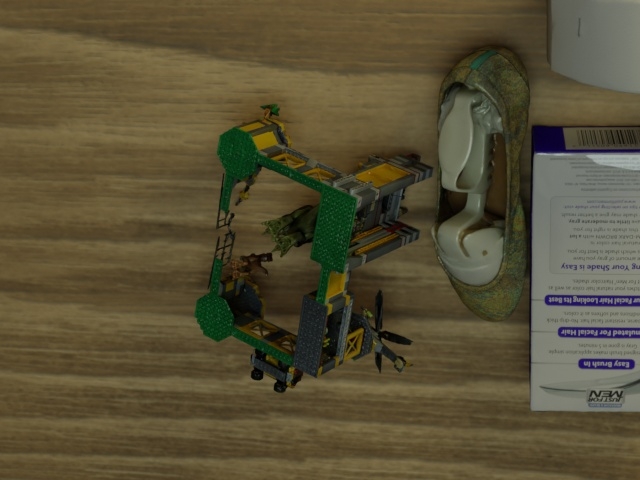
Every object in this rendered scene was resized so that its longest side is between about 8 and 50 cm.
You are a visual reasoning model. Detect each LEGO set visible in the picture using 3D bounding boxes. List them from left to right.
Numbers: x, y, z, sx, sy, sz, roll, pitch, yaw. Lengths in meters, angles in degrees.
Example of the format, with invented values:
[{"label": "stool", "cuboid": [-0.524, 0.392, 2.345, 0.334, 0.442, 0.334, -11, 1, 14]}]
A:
[{"label": "LEGO set", "cuboid": [0.000, 0.000, 1.922, 0.255, 0.192, 0.331, 16, 114, 33]}]

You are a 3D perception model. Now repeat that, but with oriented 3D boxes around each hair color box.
[{"label": "hair color box", "cuboid": [0.342, 0.035, 1.900, 0.185, 0.110, 0.339, 0, 111, 6]}]

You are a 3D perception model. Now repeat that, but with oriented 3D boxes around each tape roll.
[{"label": "tape roll", "cuboid": [0.378, -0.240, 1.680, 0.286, 0.286, 0.100, 0, 114, 7]}]

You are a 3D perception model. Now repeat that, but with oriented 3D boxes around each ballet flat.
[{"label": "ballet flat", "cuboid": [0.179, -0.053, 1.872, 0.123, 0.123, 0.348, 3, 113, 6]}]
